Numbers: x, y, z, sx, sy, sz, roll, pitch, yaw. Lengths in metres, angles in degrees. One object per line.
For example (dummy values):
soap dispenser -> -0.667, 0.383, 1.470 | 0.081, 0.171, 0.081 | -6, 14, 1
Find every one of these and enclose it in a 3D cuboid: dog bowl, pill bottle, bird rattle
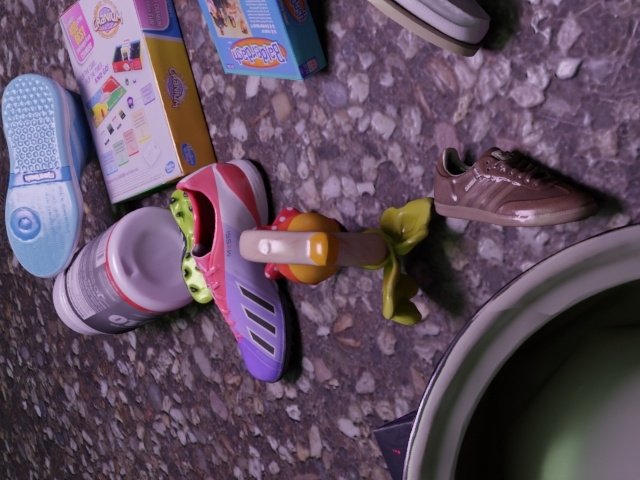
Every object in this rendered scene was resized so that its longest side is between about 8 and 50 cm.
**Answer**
dog bowl -> 0.268, 0.189, 0.664 | 0.408, 0.150, 0.407 | 0, 88, 11
pill bottle -> -0.311, 0.061, 1.436 | 0.283, 0.161, 0.161 | -25, 83, 51
bird rattle -> 0.000, 0.000, 1.029 | 0.254, 0.207, 0.143 | 14, 95, 37

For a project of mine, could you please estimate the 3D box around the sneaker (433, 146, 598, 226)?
sneaker -> 0.181, -0.055, 0.886 | 0.188, 0.066, 0.071 | 7, 107, 48

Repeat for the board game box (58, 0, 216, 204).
board game box -> -0.284, -0.231, 1.376 | 0.242, 0.064, 0.316 | -12, 93, 51

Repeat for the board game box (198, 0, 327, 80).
board game box -> -0.089, -0.299, 1.083 | 0.160, 0.047, 0.210 | 16, 135, 46

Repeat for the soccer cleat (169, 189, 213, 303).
soccer cleat -> -0.175, 0.007, 1.321 | 0.060, 0.072, 0.178 | -18, 75, 13

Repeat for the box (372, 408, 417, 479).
box -> 0.207, 0.220, 0.892 | 0.270, 0.143, 0.165 | -30, 80, 51

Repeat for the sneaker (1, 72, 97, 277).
sneaker -> -0.419, -0.106, 1.482 | 0.127, 0.208, 0.318 | 1, 95, 8

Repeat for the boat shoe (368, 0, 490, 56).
boat shoe -> 0.064, -0.310, 0.895 | 0.302, 0.113, 0.103 | 47, 119, 13

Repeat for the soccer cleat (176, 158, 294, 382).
soccer cleat -> -0.120, 0.051, 1.240 | 0.109, 0.116, 0.318 | 2, 104, 50
